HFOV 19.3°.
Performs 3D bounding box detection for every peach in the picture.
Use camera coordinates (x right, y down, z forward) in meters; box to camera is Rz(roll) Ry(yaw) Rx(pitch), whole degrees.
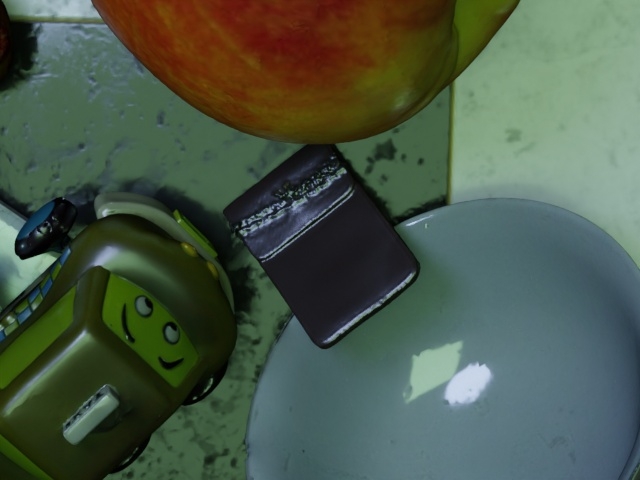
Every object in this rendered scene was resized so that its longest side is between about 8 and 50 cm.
[{"bbox_3d":[-0.021,-0.269,1.341,0.388,0.388,0.388,0,96,2],"label":"peach"}]

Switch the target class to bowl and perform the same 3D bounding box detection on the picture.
[{"bbox_3d":[0.127,0.150,1.446,0.346,0.157,0.345,-16,54,23],"label":"bowl"}]

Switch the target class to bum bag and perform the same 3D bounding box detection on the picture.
[{"bbox_3d":[0.000,0.000,1.487,0.109,0.026,0.159,-39,59,4],"label":"bum bag"}]

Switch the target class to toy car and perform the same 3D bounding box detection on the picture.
[{"bbox_3d":[-0.174,0.096,1.433,0.248,0.198,0.204,-43,110,3],"label":"toy car"}]

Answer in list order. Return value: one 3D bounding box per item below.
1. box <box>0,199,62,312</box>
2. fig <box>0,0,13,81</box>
[{"bbox_3d":[-0.323,0.095,1.541,0.142,0.044,0.285,34,97,-6],"label":"box"},{"bbox_3d":[-0.317,-0.170,1.486,0.155,0.103,0.109,12,97,28],"label":"fig"}]
